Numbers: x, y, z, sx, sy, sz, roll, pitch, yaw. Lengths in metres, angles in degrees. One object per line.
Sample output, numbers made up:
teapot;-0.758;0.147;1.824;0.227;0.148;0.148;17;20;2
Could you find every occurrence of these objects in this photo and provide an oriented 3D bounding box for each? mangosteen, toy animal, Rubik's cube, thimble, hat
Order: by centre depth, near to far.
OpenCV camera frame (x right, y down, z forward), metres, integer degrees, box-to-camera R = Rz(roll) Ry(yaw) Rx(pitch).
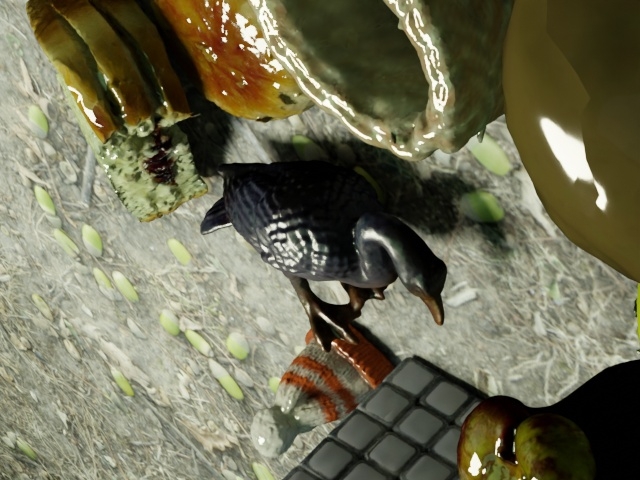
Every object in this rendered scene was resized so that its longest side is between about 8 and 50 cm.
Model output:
thimble;0.056;-0.185;1.118;0.196;0.148;0.229;0;124;51
mangosteen;0.255;0.231;1.203;0.313;0.297;0.297;23;144;11
toy animal;0.000;0.000;1.422;0.298;0.122;0.185;35;158;32
Rubik's cube;0.115;0.309;1.522;0.238;0.237;0.237;28;143;29
hat;-0.008;0.169;1.580;0.112;0.162;0.093;42;152;15

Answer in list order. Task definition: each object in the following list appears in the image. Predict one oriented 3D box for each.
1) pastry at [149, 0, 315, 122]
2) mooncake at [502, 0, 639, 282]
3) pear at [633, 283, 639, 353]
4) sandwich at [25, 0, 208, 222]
pastry;-0.070;-0.192;1.313;0.192;0.093;0.182;26;145;31
mooncake;0.247;-0.174;0.604;0.262;0.467;0.467;5;130;39
pear;0.302;-0.022;0.917;0.164;0.238;0.255;37;149;28
sandwich;-0.186;-0.117;1.452;0.254;0.100;0.288;45;162;58
